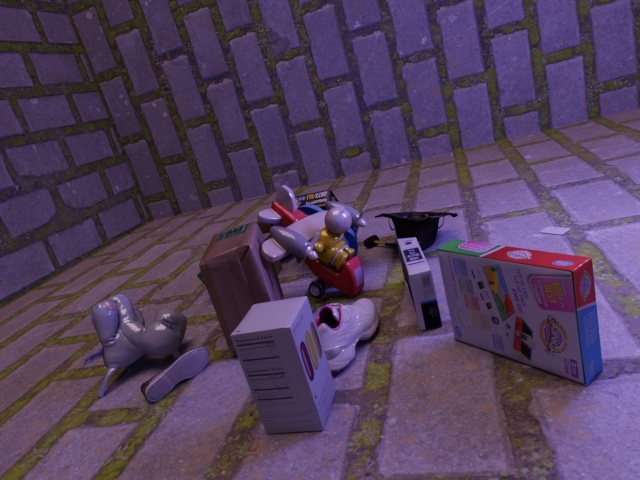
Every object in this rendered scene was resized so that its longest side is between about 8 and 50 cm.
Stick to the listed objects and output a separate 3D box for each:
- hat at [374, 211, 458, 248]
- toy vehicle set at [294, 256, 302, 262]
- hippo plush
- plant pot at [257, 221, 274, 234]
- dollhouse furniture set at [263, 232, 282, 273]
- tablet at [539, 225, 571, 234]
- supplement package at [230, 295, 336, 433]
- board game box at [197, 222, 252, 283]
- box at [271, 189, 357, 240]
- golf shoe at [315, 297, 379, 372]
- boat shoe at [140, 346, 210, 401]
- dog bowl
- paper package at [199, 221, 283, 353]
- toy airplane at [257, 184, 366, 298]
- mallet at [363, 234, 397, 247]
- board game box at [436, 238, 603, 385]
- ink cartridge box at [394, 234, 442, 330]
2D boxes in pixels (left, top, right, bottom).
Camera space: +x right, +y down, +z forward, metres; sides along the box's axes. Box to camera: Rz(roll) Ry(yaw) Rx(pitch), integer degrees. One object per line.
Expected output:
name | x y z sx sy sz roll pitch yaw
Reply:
hat | 0.347 -0.039 1.748 0.330 0.134 0.331 0 5 0
toy vehicle set | 0.000 0.000 1.899 0.266 0.166 0.035 -9 32 24
hippo plush | -0.542 0.269 1.439 0.236 0.235 0.294 -14 16 8
plant pot | -0.234 -0.007 2.131 0.230 0.216 0.215 -22 11 33
dollhouse furniture set | -0.302 0.080 1.938 0.241 0.161 0.212 -11 18 18
tablet | 0.776 -0.034 1.568 0.054 0.006 0.083 -25 19 -26
supplement package | -0.072 0.263 1.005 0.133 0.244 0.139 -11 18 18
board game box | -0.363 0.043 1.901 0.213 0.046 0.317 -37 13 10
box | -0.019 -0.076 1.960 0.256 0.322 0.080 -11 59 20
golf shoe | 0.066 0.209 1.234 0.115 0.140 0.306 -8 17 30
boat shoe | -0.401 0.357 1.308 0.064 0.075 0.206 7 33 46
dog bowl | 0.009 -0.025 1.792 0.166 0.297 0.074 -54 6 26
paper package | -0.230 0.130 1.462 0.168 0.310 0.325 -16 15 0
toy airplane | -0.011 -0.034 1.539 0.272 0.384 0.387 -42 36 38
mallet | 0.245 0.016 1.861 0.062 0.039 0.189 -24 22 -27
board game box | 0.400 0.134 0.987 0.064 0.243 0.316 -25 20 -29
ink cartridge box | 0.271 0.100 1.341 0.065 0.166 0.333 -14 18 6
